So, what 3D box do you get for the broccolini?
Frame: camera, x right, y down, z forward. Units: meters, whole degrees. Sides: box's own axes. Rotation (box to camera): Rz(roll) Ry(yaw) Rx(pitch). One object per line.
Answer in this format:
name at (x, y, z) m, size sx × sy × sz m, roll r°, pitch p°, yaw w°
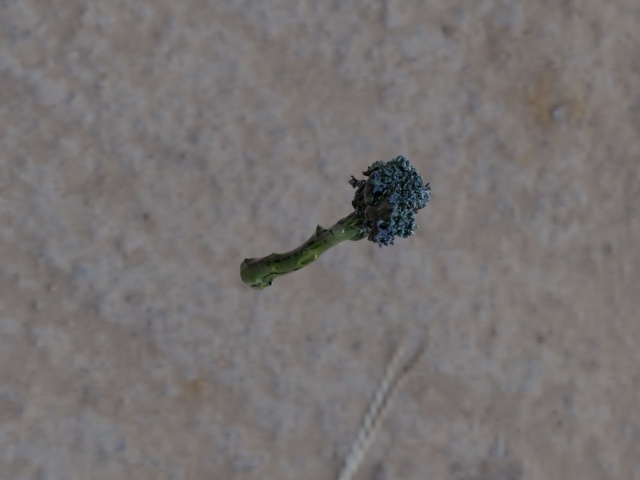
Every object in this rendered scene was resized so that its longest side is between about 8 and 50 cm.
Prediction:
broccolini at (-0.003, -0.007, 1.265) m, size 0.071 × 0.254 × 0.057 m, roll -28°, pitch 94°, yaw -36°
